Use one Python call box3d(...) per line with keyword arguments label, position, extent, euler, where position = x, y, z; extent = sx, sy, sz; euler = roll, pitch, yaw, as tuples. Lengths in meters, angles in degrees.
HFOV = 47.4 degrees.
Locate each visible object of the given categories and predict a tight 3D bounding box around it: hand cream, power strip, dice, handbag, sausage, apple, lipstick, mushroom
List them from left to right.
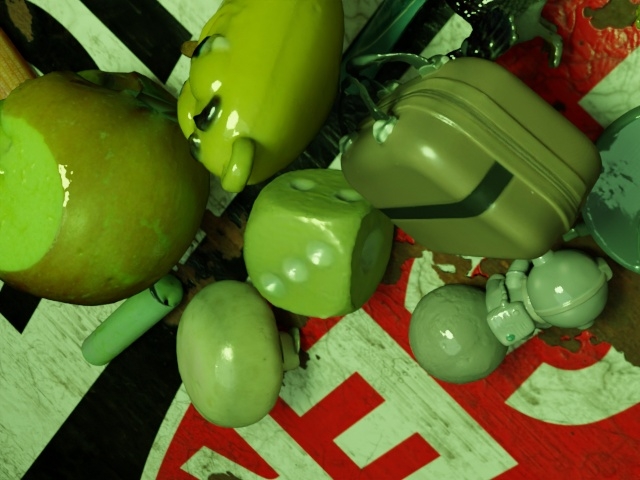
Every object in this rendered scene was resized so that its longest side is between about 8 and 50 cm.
box3d(label="sausage", position=(-0.546, -0.275, 1.280), extent=(0.093, 0.093, 0.312), euler=(-30, 97, 37))
box3d(label="apple", position=(-0.359, -0.096, 1.094), extent=(0.384, 0.374, 0.374), euler=(28, 130, -17))
box3d(label="lipstick", position=(-0.369, 0.157, 1.416), extent=(0.076, 0.076, 0.304), euler=(50, 127, -2))
box3d(label="mushroom", position=(-0.134, 0.192, 1.233), extent=(0.246, 0.202, 0.246), euler=(-179, 90, -67))
box3d(label="dice", position=(0.000, 0.000, 1.058), extent=(0.169, 0.169, 0.166), euler=(14, 120, 23))
box3d(label="hand cream", position=(0.080, -0.262, 0.927), extent=(0.048, 0.083, 0.224), euler=(11, 144, -23))
box3d(label="handbag", position=(0.132, -0.104, 0.833), extent=(0.283, 0.149, 0.302), euler=(41, 173, -13))
box3d(label="power strip", position=(0.395, -0.068, 0.870), extent=(0.167, 0.054, 0.253), euler=(41, 127, 8))

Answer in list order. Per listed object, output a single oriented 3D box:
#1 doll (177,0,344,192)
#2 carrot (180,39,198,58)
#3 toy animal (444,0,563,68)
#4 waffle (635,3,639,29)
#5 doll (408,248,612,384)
box3d(label="doll", position=(-0.036, -0.250, 0.828), extent=(0.161, 0.423, 0.348), euler=(23, 105, -11))
box3d(label="carrot", position=(-0.134, -0.266, 1.076), extent=(0.191, 0.047, 0.047), euler=(20, 123, 21))
box3d(label="toy animal", position=(0.202, -0.233, 0.839), extent=(0.160, 0.272, 0.197), euler=(3, 131, -5))
box3d(label="waffle", position=(0.443, -0.255, 0.708), extent=(0.259, 0.069, 0.293), euler=(10, 108, 25))
box3d(label="doll", position=(0.255, 0.096, 0.984), extent=(0.287, 0.151, 0.151), euler=(-30, 98, 34))
